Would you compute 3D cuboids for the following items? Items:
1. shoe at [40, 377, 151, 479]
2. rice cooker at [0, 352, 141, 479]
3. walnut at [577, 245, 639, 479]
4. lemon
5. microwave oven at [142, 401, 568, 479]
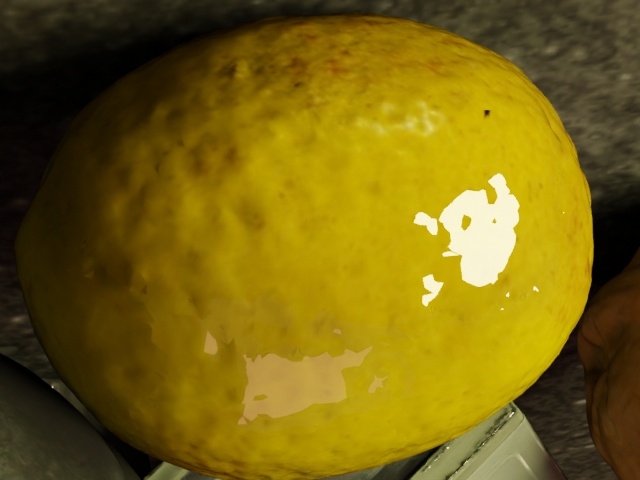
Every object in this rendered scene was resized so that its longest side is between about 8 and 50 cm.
[{"bbox_3d":[-0.246,0.116,0.740,0.171,0.132,0.336,-16,156,33],"label":"shoe"},{"bbox_3d":[-0.189,0.146,0.464,0.264,0.317,0.317,19,146,-12],"label":"rice cooker"},{"bbox_3d":[0.199,0.057,0.712,0.159,0.159,0.207,-9,158,0],"label":"walnut"},{"bbox_3d":[0.000,0.000,0.536,0.207,0.170,0.170,-11,153,-6],"label":"lemon"},{"bbox_3d":[0.002,0.137,0.765,0.205,0.129,0.163,-44,152,-4],"label":"microwave oven"}]
